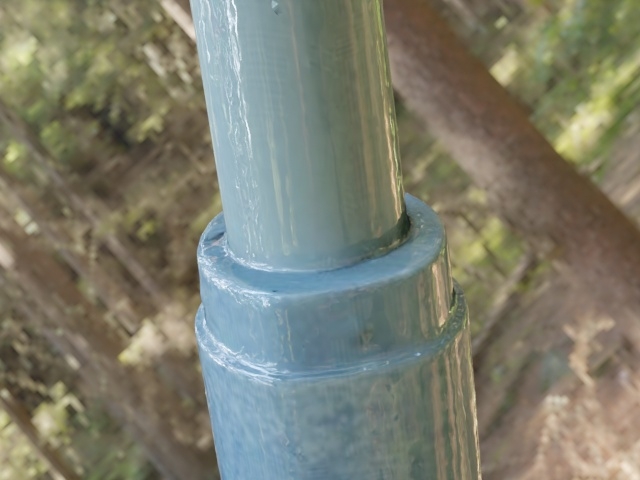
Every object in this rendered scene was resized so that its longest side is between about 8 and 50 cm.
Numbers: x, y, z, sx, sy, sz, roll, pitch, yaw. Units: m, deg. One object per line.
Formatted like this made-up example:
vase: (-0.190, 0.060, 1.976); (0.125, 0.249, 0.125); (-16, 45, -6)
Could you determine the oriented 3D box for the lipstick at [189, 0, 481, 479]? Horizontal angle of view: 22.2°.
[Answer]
lipstick: (0.000, 0.000, 0.359); (0.061, 0.274, 0.068); (-11, 23, -7)
